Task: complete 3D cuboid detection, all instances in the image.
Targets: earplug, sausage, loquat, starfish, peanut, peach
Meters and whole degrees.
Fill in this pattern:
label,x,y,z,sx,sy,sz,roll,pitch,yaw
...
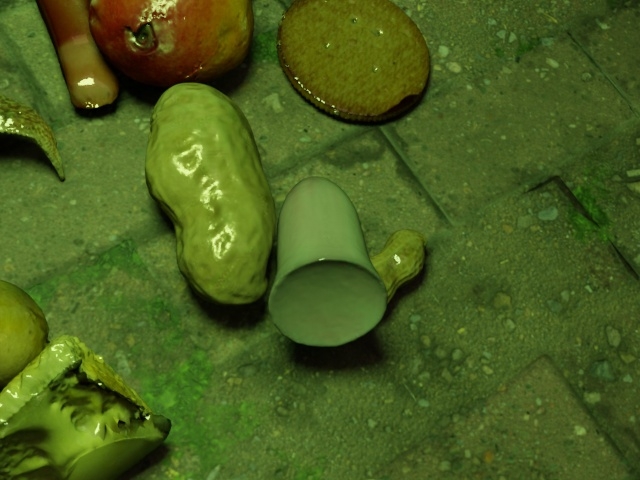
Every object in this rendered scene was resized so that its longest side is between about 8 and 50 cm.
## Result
label,x,y,z,sx,sy,sz,roll,pitch,yaw
earplug,0.000,0.000,1.364,0.172,0.172,0.301,6,38,-10
sausage,-0.419,-0.348,1.493,0.089,0.083,0.300,-14,72,-26
loquat,-0.472,0.127,1.207,0.172,0.204,0.149,38,93,38
starfish,-0.604,-0.148,1.341,0.398,0.132,0.383,12,68,-4
peanut,0.108,0.048,1.432,0.089,0.089,0.193,45,60,10
peach,-0.241,-0.371,1.450,0.281,0.238,0.280,20,47,-23
peanut,-0.173,-0.078,1.366,0.192,0.170,0.387,5,59,-49

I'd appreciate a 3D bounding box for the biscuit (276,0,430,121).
label,x,y,z,sx,sy,sz,roll,pitch,yaw
biscuit,0.062,-0.350,1.629,0.305,0.038,0.305,6,64,-12

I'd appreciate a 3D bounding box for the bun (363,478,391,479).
label,x,y,z,sx,sy,sz,roll,pitch,yaw
bun,0.093,0.435,1.210,0.221,0.134,0.220,11,54,-15

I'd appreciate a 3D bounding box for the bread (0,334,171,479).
label,x,y,z,sx,sy,sz,roll,pitch,yaw
bread,-0.352,0.241,1.161,0.204,0.262,0.163,-46,50,-12
